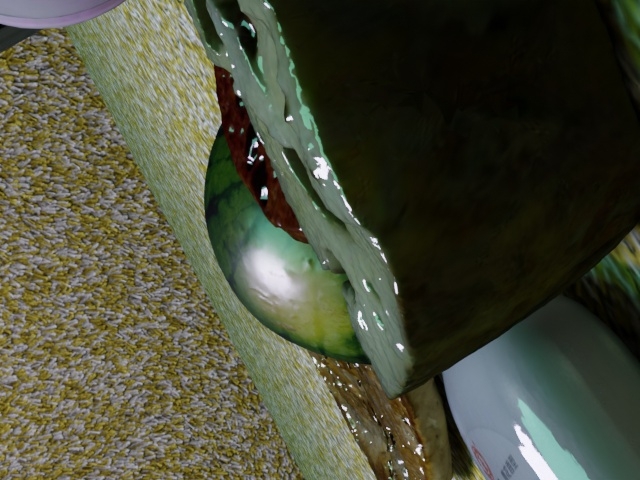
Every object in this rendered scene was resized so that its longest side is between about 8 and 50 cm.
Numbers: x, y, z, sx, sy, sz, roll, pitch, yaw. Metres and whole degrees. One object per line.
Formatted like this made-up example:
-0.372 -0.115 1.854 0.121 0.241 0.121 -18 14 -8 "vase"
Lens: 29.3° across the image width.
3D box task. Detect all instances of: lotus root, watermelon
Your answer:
0.030 -0.062 0.452 0.234 0.119 0.138 64 170 -8 "lotus root"
-0.001 -0.003 0.766 0.204 0.127 0.232 57 175 5 "watermelon"

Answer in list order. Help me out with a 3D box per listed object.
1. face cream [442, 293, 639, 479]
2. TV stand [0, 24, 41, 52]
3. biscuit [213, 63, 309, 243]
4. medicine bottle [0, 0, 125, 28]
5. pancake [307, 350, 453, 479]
0.123 0.106 0.560 0.336 0.080 0.163 58 171 25 "face cream"
-0.252 -0.218 1.004 0.088 0.270 0.083 59 170 -2 "TV stand"
-0.005 -0.090 0.602 0.192 0.049 0.192 179 90 -65 "biscuit"
-0.171 -0.247 0.700 0.202 0.202 0.316 62 170 -4 "medicine bottle"
0.019 0.077 1.085 0.356 0.065 0.356 56 169 17 "pancake"
